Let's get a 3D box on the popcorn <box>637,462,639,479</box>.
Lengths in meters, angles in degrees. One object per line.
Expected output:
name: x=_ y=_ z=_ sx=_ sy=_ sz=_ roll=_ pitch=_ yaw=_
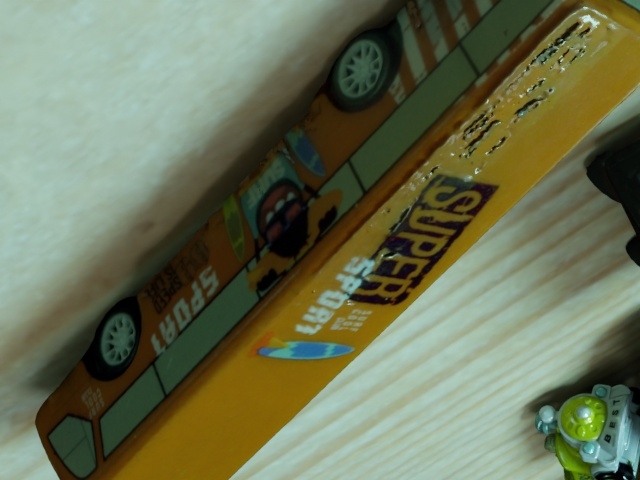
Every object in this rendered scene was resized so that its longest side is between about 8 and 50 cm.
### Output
popcorn: x=0.300 y=0.229 z=1.269 sx=0.173 sy=0.168 sz=0.195 roll=10 pitch=152 yaw=-11

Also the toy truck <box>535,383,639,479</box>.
toy truck: x=0.197 y=0.145 z=1.162 sx=0.077 sy=0.076 sz=0.111 roll=8 pitch=152 yaw=21

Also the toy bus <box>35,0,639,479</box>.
toy bus: x=0.000 y=0.000 z=0.816 sx=0.093 sy=0.092 sz=0.409 roll=17 pitch=127 yaw=-42

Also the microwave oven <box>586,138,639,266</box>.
microwave oven: x=0.308 y=-0.013 z=0.912 sx=0.247 sy=0.178 sz=0.188 roll=-30 pitch=145 yaw=9
